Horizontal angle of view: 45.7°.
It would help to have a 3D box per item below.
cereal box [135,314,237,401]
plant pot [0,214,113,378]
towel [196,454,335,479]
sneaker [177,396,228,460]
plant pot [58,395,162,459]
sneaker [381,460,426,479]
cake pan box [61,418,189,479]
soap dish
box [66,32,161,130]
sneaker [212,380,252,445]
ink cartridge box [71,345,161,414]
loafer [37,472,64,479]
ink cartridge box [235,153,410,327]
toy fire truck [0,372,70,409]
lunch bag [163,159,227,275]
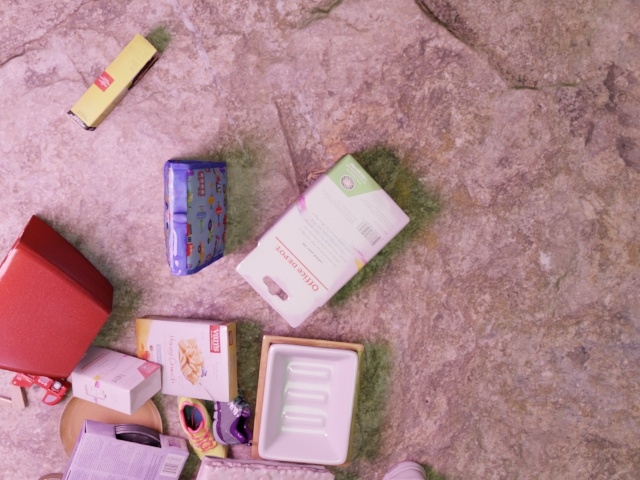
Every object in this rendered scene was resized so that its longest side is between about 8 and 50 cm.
[{"bbox_3d":[-0.300,0.261,1.697,0.240,0.047,0.173,1,97,24],"label":"cereal box"},{"bbox_3d":[-0.591,0.140,1.619,0.235,0.267,0.267,33,94,-20],"label":"plant pot"},{"bbox_3d":[-0.163,0.633,1.697,0.331,0.053,0.317,14,103,-29],"label":"towel"},{"bbox_3d":[-0.278,0.440,1.747,0.081,0.094,0.209,-26,100,-2],"label":"sneaker"},{"bbox_3d":[-0.485,0.436,1.764,0.236,0.032,0.237,-1,98,-4],"label":"plant pot"},{"bbox_3d":[0.134,0.653,1.774,0.114,0.152,0.305,41,94,-10],"label":"sneaker"},{"bbox_3d":[-0.455,0.545,1.719,0.245,0.070,0.267,17,102,-25],"label":"cake pan box"},{"bbox_3d":[-0.032,0.361,1.741,0.228,0.118,0.291,6,97,-4],"label":"soap dish"},{"bbox_3d":[-0.444,-0.339,1.641,0.058,0.087,0.232,43,94,-8],"label":"box"},{"bbox_3d":[-0.193,0.355,1.726,0.098,0.083,0.224,-3,94,33],"label":"sneaker"},{"bbox_3d":[-0.467,0.305,1.683,0.198,0.115,0.067,13,115,22],"label":"ink cartridge box"},{"bbox_3d":[-0.590,0.578,1.765,0.147,0.050,0.056,7,95,-6],"label":"loafer"},{"bbox_3d":[0.000,0.000,1.696,0.353,0.119,0.207,-44,98,1],"label":"ink cartridge box"},{"bbox_3d":[-0.685,0.336,1.729,0.192,0.047,0.135,33,94,-8],"label":"toy fire truck"},{"bbox_3d":[-0.271,-0.054,1.583,0.138,0.293,0.221,2,97,-4],"label":"lunch bag"}]
